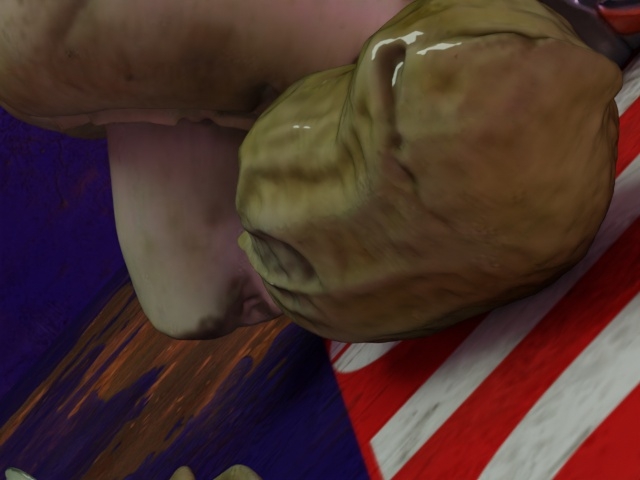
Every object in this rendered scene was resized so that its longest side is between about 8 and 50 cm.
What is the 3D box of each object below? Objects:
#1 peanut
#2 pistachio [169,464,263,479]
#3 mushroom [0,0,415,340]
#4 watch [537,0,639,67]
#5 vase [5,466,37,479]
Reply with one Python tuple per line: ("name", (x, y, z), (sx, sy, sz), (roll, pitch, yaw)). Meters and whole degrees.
("peanut", (0.058, -0.036, 0.756), (0.158, 0.174, 0.340), (-46, 12, -31))
("pistachio", (-0.044, 0.175, 0.571), (0.223, 0.126, 0.152), (-168, 85, -72))
("mushroom", (-0.087, -0.149, 0.998), (0.353, 0.353, 0.325), (-45, 32, 17))
("watch", (0.153, -0.294, 0.934), (0.241, 0.305, 0.274), (-42, 20, 24))
("vase", (-0.275, 0.312, 0.917), (0.321, 0.173, 0.173), (-46, 9, -27))
